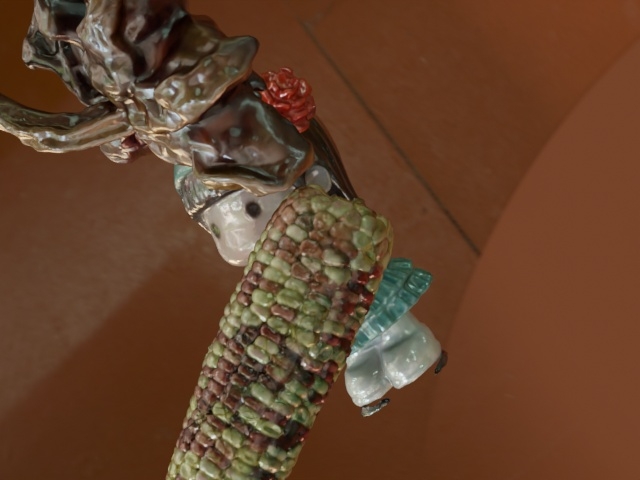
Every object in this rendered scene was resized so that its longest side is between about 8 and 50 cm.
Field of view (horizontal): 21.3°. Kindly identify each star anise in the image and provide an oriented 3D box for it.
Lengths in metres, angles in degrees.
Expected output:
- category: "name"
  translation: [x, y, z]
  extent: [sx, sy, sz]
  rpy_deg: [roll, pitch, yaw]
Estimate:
- category: "star anise"
  translation: [-0.080, -0.057, 0.590]
  extent: [0.191, 0.097, 0.070]
  rpy_deg: [14, 66, 54]

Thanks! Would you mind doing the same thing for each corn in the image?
- category: "corn"
  translation: [-0.033, 0.085, 1.089]
  extent: [0.086, 0.086, 0.253]
  rpy_deg: [23, 89, 27]

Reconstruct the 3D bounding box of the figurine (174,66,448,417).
- category: "figurine"
  translation: [0.000, 0.000, 1.207]
  extent: [0.138, 0.110, 0.245]
  rpy_deg: [-31, 100, 32]
